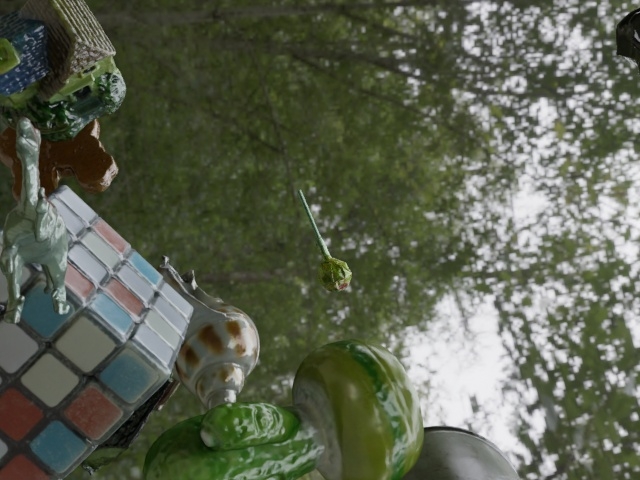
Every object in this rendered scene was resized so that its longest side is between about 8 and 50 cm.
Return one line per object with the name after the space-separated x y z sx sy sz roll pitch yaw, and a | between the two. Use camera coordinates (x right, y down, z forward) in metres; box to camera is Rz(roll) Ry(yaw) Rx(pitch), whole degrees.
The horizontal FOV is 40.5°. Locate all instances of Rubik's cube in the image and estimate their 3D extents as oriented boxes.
-0.341 0.122 1.075 0.253 0.256 0.259 44 10 -12 | Rubik's cube

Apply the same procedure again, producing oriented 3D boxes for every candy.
0.000 0.000 1.526 0.058 0.062 0.194 -19 -84 36 | candy

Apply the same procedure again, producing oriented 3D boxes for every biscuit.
-0.465 -0.165 1.505 0.044 0.186 0.295 86 -19 -49 | biscuit

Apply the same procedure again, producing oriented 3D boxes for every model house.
-0.429 -0.271 1.338 0.195 0.214 0.189 60 -13 3 | model house

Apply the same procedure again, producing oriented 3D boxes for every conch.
-0.185 0.155 1.340 0.275 0.183 0.149 38 -84 43 | conch

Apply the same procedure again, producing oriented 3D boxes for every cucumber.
-0.270 0.246 1.223 0.220 0.046 0.070 -58 -150 -2 | cucumber

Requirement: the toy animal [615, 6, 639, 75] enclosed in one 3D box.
0.446 -0.244 1.062 0.114 0.146 0.245 65 12 -8 | toy animal

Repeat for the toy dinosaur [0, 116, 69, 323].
-0.264 -0.003 0.816 0.242 0.053 0.167 136 -46 -78 | toy dinosaur

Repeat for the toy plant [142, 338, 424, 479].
-0.049 0.237 1.002 0.184 0.316 0.224 57 -29 30 | toy plant

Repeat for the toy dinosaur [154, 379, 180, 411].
-0.378 0.215 1.485 0.327 0.206 0.113 11 -59 35 | toy dinosaur

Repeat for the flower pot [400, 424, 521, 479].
0.200 0.465 1.259 0.330 0.293 0.293 -116 -159 -80 | flower pot
